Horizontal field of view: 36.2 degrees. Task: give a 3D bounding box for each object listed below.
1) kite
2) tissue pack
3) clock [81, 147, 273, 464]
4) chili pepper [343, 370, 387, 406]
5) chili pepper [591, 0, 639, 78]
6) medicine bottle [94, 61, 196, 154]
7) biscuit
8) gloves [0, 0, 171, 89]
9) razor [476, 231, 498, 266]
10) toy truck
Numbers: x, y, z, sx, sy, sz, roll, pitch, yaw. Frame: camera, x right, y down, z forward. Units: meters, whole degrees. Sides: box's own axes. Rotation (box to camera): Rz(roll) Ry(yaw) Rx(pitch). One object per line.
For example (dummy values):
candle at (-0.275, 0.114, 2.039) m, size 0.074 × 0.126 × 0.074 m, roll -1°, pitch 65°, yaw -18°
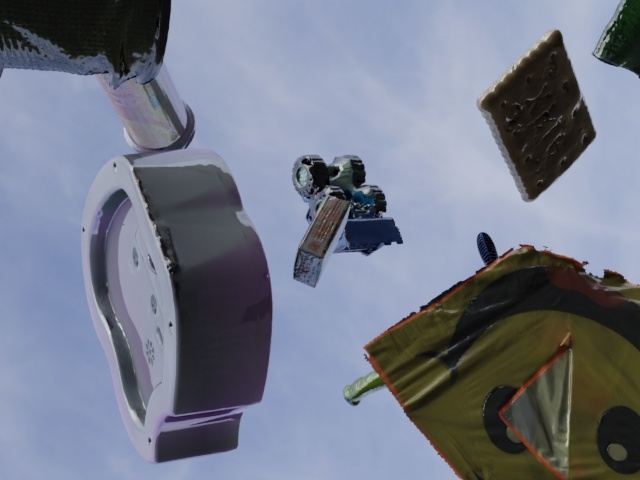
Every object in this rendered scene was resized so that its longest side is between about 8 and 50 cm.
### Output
kite at (0.218, 0.146, 0.839) m, size 0.378 × 0.013 × 0.327 m, roll 13°, pitch -126°, yaw -1°
tissue pack at (0.000, 0.000, 1.055) m, size 0.035 × 0.063 × 0.083 m, roll 24°, pitch -127°, yaw 6°
clock at (-0.169, 0.066, 1.072) m, size 0.102 × 0.339 × 0.338 m, roll -6°, pitch -80°, yaw -28°
chili pepper at (0.125, 0.224, 1.589) m, size 0.052 × 0.202 × 0.050 m, roll 41°, pitch -139°, yaw -41°
chili pepper at (0.594, -0.427, 1.734) m, size 0.136 × 0.099 × 0.270 m, roll 19°, pitch -66°, yaw -21°
medicine bottle at (-0.262, -0.249, 1.265) m, size 0.108 × 0.108 × 0.426 m, roll -57°, pitch -19°, yaw -16°
biscuit at (0.423, -0.229, 1.871) m, size 0.217 × 0.044 × 0.325 m, roll -42°, pitch -43°, yaw -6°
gloves at (-0.199, -0.125, 0.433) m, size 0.268 × 0.107 × 0.135 m, roll 11°, pitch -62°, yaw -8°
razor at (0.217, 0.043, 1.215) m, size 0.044 × 0.154 × 0.028 m, roll -20°, pitch -55°, yaw 8°
toy truck at (0.032, -0.043, 1.607) m, size 0.113 × 0.208 × 0.126 m, roll -3°, pitch -43°, yaw -34°
